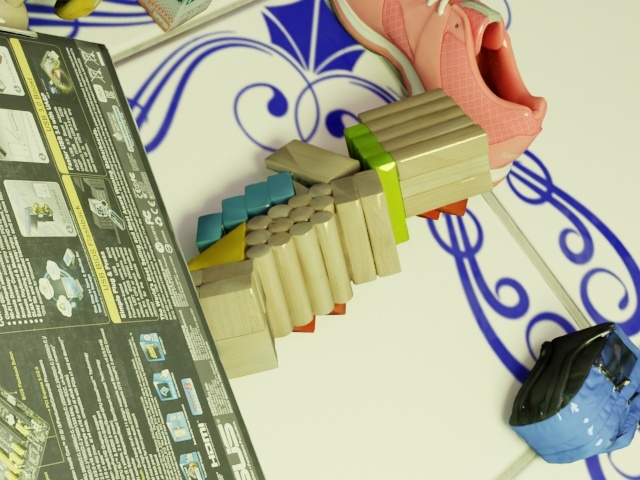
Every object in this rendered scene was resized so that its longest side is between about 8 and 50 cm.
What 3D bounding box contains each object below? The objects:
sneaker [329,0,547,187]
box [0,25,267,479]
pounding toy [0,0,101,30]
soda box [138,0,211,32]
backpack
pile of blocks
[{"bbox_3d":[0.121,-0.209,1.153,0.116,0.136,0.314,-24,79,-36],"label":"sneaker"},{"bbox_3d":[-0.213,0.041,0.757,0.318,0.097,0.395,-1,65,-56],"label":"box"},{"bbox_3d":[-0.193,-0.235,0.960,0.110,0.183,0.237,43,22,-30],"label":"pounding toy"},{"bbox_3d":[-0.169,-0.282,1.075,0.183,0.063,0.058,49,54,1],"label":"soda box"},{"bbox_3d":[0.237,0.146,1.064,0.101,0.098,0.120,47,53,-5],"label":"backpack"},{"bbox_3d":[0.000,0.000,1.020,0.362,0.149,0.112,-33,128,-27],"label":"pile of blocks"}]
